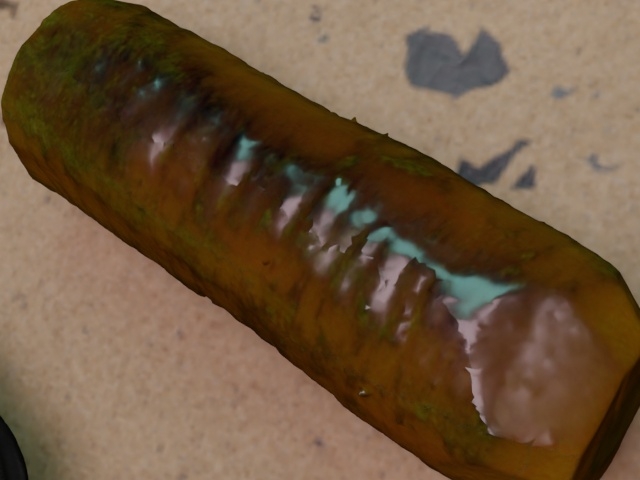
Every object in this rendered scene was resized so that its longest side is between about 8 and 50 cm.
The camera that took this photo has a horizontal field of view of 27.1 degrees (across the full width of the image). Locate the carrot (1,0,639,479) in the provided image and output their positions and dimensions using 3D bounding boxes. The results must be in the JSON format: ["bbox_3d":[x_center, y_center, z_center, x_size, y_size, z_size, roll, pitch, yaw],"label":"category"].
[{"bbox_3d":[0.000,0.000,0.578,0.302,0.114,0.114,33,92,22],"label":"carrot"}]

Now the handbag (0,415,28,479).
[{"bbox_3d":[-0.297,0.158,0.628,0.332,0.075,0.191,-43,74,7],"label":"handbag"}]
